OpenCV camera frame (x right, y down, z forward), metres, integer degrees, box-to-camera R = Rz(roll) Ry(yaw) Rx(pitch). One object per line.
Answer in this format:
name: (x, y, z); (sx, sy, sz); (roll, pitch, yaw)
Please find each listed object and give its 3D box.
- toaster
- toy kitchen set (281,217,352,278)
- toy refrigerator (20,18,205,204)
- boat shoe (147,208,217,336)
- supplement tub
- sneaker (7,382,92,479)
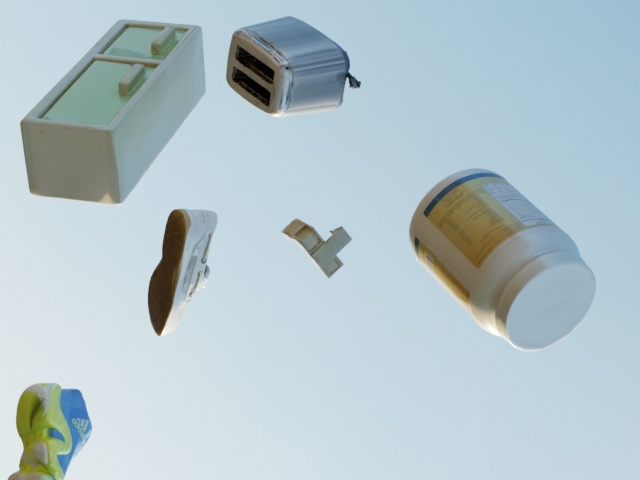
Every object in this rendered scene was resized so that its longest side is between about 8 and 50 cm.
toaster: (-0.056, -0.286, 2.421); (0.227, 0.146, 0.129); (40, -48, 37)
toy kitchen set: (0.000, 0.000, 2.236); (0.083, 0.068, 0.075); (51, -10, -25)
toy refrigerator: (-0.213, -0.147, 1.525); (0.269, 0.102, 0.094); (-62, 155, -56)
boat shoe: (-0.245, 0.062, 2.624); (0.098, 0.096, 0.277); (53, -44, 38)
supplement tub: (0.209, 0.021, 1.656); (0.199, 0.144, 0.144); (49, -42, 45)
sneaker: (-0.387, 0.325, 2.114); (0.091, 0.126, 0.240); (14, -81, 34)
